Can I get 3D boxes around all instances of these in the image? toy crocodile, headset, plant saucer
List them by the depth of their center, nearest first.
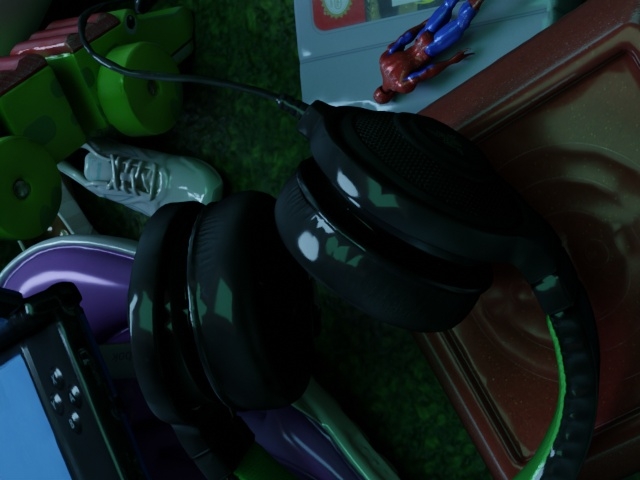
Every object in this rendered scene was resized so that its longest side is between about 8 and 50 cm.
[{"bbox_3d":[0.000,0.000,0.707,0.243,0.185,0.394,-29,99,21],"label":"headset"},{"bbox_3d":[0.152,0.011,0.713,0.258,0.047,0.259,-32,84,27],"label":"plant saucer"},{"bbox_3d":[-0.197,-0.085,0.816,0.115,0.340,0.105,-1,122,35],"label":"toy crocodile"}]

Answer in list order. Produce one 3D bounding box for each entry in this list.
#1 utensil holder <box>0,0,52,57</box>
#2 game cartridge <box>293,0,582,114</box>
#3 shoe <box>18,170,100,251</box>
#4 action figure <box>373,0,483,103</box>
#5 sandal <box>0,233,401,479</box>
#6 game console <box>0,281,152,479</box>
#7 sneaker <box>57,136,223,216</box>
[{"bbox_3d":[-0.376,-0.186,0.912,0.327,0.327,0.385,39,109,26],"label":"utensil holder"},{"bbox_3d":[0.071,-0.214,0.799,0.196,0.060,0.294,-7,85,27],"label":"game cartridge"},{"bbox_3d":[-0.202,0.012,0.951,0.076,0.058,0.219,-42,68,23],"label":"shoe"},{"bbox_3d":[0.071,-0.124,0.749,0.115,0.030,0.038,-44,63,27],"label":"action figure"},{"bbox_3d":[-0.083,0.127,0.814,0.416,0.102,0.169,33,105,21],"label":"sandal"},{"bbox_3d":[-0.270,0.128,0.806,0.293,0.173,0.250,-27,84,53],"label":"game console"},{"bbox_3d":[-0.142,-0.046,0.916,0.152,0.061,0.054,15,94,29],"label":"sneaker"}]
